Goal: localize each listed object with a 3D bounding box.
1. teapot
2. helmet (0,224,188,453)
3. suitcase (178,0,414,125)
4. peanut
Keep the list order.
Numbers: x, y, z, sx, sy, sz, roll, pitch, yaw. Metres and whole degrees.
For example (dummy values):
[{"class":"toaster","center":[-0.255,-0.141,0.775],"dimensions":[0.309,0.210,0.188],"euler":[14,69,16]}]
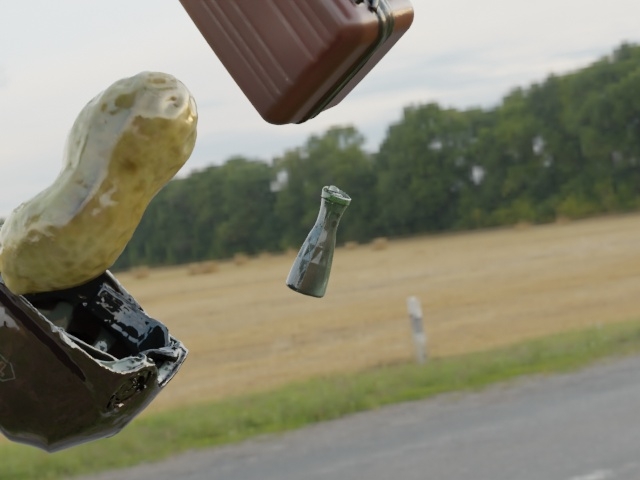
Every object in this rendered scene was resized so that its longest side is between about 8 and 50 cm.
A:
[{"class":"teapot","center":[0.000,0.000,1.359],"dimensions":[0.043,0.110,0.043],"euler":[17,8,-3]},{"class":"helmet","center":[-0.287,0.117,1.375],"dimensions":[0.177,0.225,0.305],"euler":[-50,-19,10]},{"class":"suitcase","center":[-0.045,-0.317,1.709],"dimensions":[0.161,0.297,0.236],"euler":[-25,-14,-49]},{"class":"peanut","center":[-0.189,-0.045,1.137],"dimensions":[0.098,0.229,0.103],"euler":[36,-3,-9]}]
